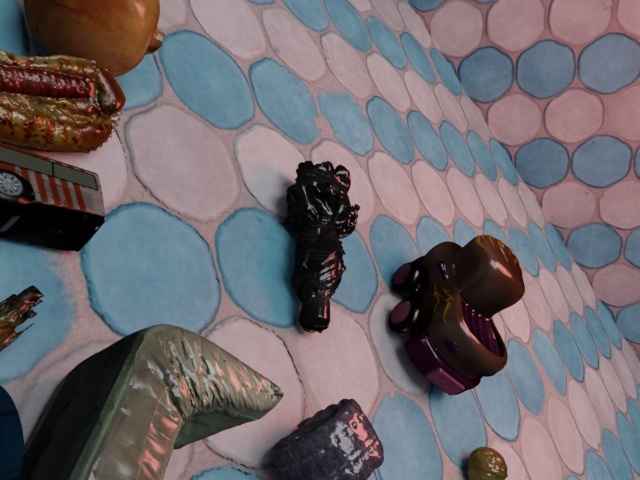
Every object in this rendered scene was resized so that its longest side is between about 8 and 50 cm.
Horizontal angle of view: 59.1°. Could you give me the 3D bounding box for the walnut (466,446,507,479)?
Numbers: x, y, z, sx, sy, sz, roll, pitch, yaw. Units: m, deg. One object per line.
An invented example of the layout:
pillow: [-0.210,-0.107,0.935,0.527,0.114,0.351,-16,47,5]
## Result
walnut: [0.344,0.471,1.168,0.092,0.092,0.092,31,44,-36]

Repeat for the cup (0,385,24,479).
cup: [-0.328,0.173,0.448,0.155,0.176,0.131,4,61,-58]

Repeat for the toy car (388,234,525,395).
toy car: [0.319,0.147,1.227,0.271,0.240,0.341,38,37,-26]

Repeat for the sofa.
sofa: [-0.182,0.225,0.565,0.176,0.210,0.226,42,35,-27]

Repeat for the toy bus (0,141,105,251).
toy bus: [-0.426,-0.074,0.568,0.408,0.093,0.092,19,44,-45]

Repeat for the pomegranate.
pomegranate: [-0.322,-0.330,0.810,0.191,0.191,0.191,31,44,-36]

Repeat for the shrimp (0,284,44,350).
shrimp: [-0.388,0.072,0.549,0.150,0.051,0.217,53,38,2]

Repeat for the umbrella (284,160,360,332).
umbrella: [-0.007,-0.008,1.030,0.154,0.128,0.337,41,42,-30]

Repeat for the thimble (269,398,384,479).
thimble: [0.011,0.302,0.805,0.150,0.150,0.098,-22,79,-56]

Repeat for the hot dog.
hot dog: [-0.368,-0.180,0.713,0.252,0.069,0.131,-2,96,-50]
